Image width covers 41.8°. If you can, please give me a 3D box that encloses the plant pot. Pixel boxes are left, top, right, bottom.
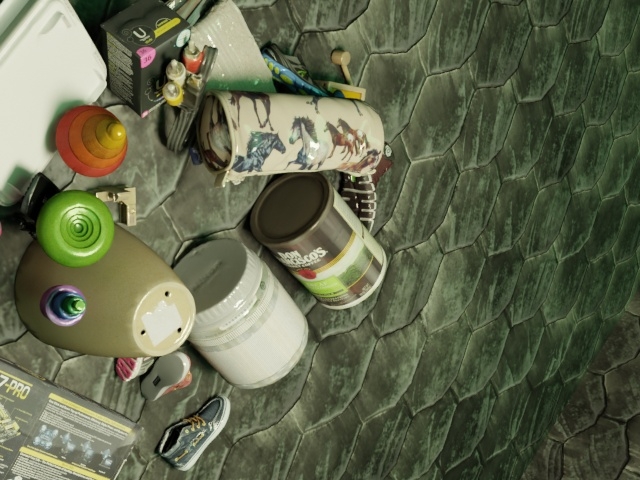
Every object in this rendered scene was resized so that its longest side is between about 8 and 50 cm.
[{"bbox_3d":[-0.352,0.105,1.473,0.256,0.274,0.257,-17,114,-43],"label":"plant pot"}]

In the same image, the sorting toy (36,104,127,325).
[{"bbox_3d":[-0.362,-0.046,1.319,0.127,0.126,0.366,15,79,-33],"label":"sorting toy"}]

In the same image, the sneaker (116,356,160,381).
[{"bbox_3d":[-0.342,0.199,1.657,0.074,0.063,0.170,0,118,-63],"label":"sneaker"}]

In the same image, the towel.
[{"bbox_3d":[-0.187,-0.321,1.692,0.187,0.049,0.282,-49,132,-26],"label":"towel"}]

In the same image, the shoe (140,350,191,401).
[{"bbox_3d":[-0.291,0.262,1.684,0.081,0.178,0.063,-22,74,-46],"label":"shoe"}]

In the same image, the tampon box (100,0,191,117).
[{"bbox_3d":[-0.305,-0.323,1.470,0.120,0.101,0.161,-44,167,-28],"label":"tampon box"}]

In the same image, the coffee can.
[{"bbox_3d":[0.000,0.000,1.871,0.202,0.201,0.275,-59,136,-17],"label":"coffee can"}]

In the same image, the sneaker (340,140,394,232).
[{"bbox_3d":[0.127,-0.139,2.043,0.162,0.106,0.282,-19,116,-49],"label":"sneaker"}]

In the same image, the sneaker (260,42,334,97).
[{"bbox_3d":[-0.043,-0.353,1.781,0.188,0.067,0.078,34,65,-13],"label":"sneaker"}]

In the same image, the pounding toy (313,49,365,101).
[{"bbox_3d":[0.052,-0.330,1.910,0.181,0.094,0.206,0,102,-47],"label":"pounding toy"}]

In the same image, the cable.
[{"bbox_3d":[-0.250,-0.267,1.533,0.072,0.287,0.140,26,69,-7],"label":"cable"}]

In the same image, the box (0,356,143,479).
[{"bbox_3d":[-0.545,0.400,1.486,0.395,0.097,0.318,40,73,-45],"label":"box"}]

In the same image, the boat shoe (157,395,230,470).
[{"bbox_3d":[-0.269,0.402,1.801,0.183,0.065,0.083,-56,136,-18],"label":"boat shoe"}]

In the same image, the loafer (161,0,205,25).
[{"bbox_3d":[-0.241,-0.487,1.557,0.084,0.096,0.268,37,76,-40],"label":"loafer"}]

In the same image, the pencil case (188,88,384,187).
[{"bbox_3d":[-0.053,-0.204,1.687,0.410,0.159,0.184,-5,102,-37],"label":"pencil case"}]

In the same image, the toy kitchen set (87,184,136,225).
[{"bbox_3d":[-0.376,-0.059,1.551,0.083,0.068,0.075,-13,110,-44],"label":"toy kitchen set"}]

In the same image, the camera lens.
[{"bbox_3d":[-0.168,0.156,1.723,0.219,0.219,0.274,-53,134,-22],"label":"camera lens"}]

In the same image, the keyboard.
[{"bbox_3d":[-0.479,-0.058,1.394,0.038,0.192,0.100,19,81,-4],"label":"keyboard"}]

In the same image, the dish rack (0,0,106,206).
[{"bbox_3d":[-0.463,-0.220,1.323,0.333,0.072,0.285,-60,163,-17],"label":"dish rack"}]
